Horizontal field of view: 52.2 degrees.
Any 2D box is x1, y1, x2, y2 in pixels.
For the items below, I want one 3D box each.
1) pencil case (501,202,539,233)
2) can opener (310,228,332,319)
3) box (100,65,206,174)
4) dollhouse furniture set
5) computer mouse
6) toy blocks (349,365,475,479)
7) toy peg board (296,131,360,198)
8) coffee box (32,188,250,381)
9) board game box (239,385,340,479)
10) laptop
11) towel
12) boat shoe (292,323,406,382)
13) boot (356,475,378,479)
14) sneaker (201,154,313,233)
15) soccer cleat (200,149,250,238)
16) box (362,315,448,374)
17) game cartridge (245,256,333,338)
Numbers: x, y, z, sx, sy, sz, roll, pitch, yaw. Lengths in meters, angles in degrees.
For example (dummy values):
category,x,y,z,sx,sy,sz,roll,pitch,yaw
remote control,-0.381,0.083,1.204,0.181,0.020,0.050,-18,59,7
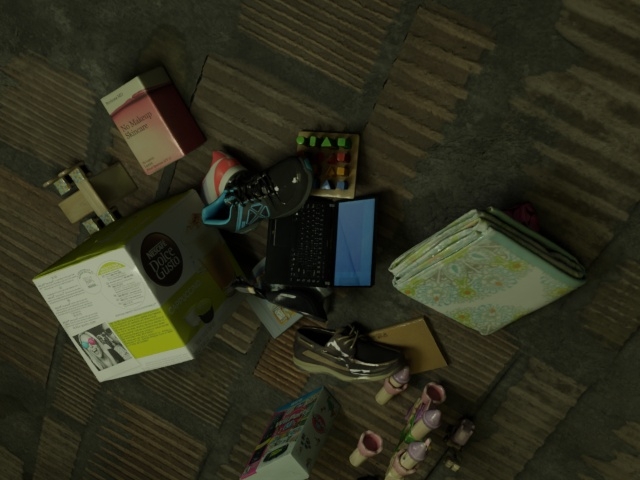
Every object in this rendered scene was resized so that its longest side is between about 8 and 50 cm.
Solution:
category,x,y,z,sx,sy,sz,roll,pitch,yaw
pencil case,0.420,-0.018,1.582,0.209,0.098,0.095,-21,107,27
can opener,-0.010,0.084,1.825,0.095,0.076,0.283,35,130,40
box,-0.441,-0.317,1.733,0.148,0.127,0.232,-22,107,28
dollhouse furniture set,-0.683,-0.116,1.905,0.242,0.161,0.212,-24,105,29
computer mouse,-0.107,0.140,1.703,0.262,0.184,0.060,16,82,38
toy blocks,0.287,0.513,1.771,0.309,0.288,0.260,29,135,3
toy peg board,0.006,-0.191,1.625,0.161,0.079,0.161,6,93,18
coffee box,-0.455,0.115,1.720,0.338,0.337,0.334,-17,110,29
board game box,-0.087,0.604,1.966,0.224,0.303,0.097,-34,100,30
laptop,0.000,0.000,1.660,0.264,0.136,0.234,5,82,-8
towel,0.398,0.081,1.567,0.374,0.090,0.320,28,136,-26
boat shoe,0.066,0.312,1.849,0.355,0.132,0.130,0,109,29
boot,0.028,0.869,2.161,0.260,0.131,0.348,23,122,8
sneaker,-0.157,-0.104,1.628,0.341,0.139,0.125,-32,69,36
soccer cleat,-0.292,-0.106,1.815,0.116,0.108,0.318,48,132,23
box,0.240,0.310,1.862,0.201,0.021,0.164,-21,107,28
game cartridge,-0.108,0.137,1.836,0.198,0.062,0.297,50,133,4
